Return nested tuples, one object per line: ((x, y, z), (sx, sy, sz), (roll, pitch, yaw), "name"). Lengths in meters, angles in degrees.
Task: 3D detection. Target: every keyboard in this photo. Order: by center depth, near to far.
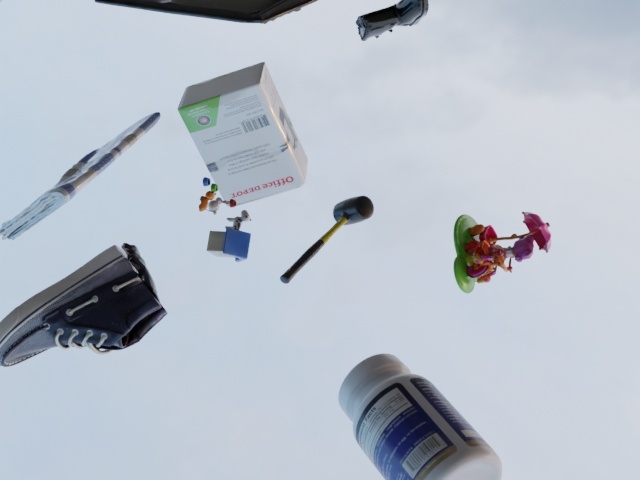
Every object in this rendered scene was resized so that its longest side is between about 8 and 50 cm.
((-0.124, -0.322, 1.274), (0.317, 0.033, 0.201), (19, -136, 39), "keyboard")

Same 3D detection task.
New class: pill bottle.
((0.143, 0.299, 1.537), (0.153, 0.153, 0.265), (-19, -141, -21), "pill bottle")

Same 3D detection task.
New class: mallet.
((0.000, 0.000, 1.467), (0.189, 0.039, 0.062), (-42, -164, -26), "mallet")

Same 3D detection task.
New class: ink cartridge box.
((-0.168, -0.233, 2.254), (0.198, 0.273, 0.115), (-15, -147, 14), "ink cartridge box")

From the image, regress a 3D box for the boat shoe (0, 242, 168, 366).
((-0.444, 0.159, 1.844), (0.340, 0.127, 0.158), (-37, -109, -4), "boat shoe")

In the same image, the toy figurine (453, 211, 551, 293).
((0.333, 0.010, 1.802), (0.159, 0.130, 0.173), (-16, -150, 34), "toy figurine")

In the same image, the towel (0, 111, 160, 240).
((-0.407, -0.113, 1.710), (0.209, 0.034, 0.285), (-25, -161, 41), "towel")

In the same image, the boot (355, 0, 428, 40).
((0.110, -0.354, 1.570), (0.099, 0.121, 0.045), (-16, -97, -10), "boot")

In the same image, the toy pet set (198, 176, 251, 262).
((-0.142, -0.029, 1.608), (0.065, 0.122, 0.114), (3, -104, 20), "toy pet set")
